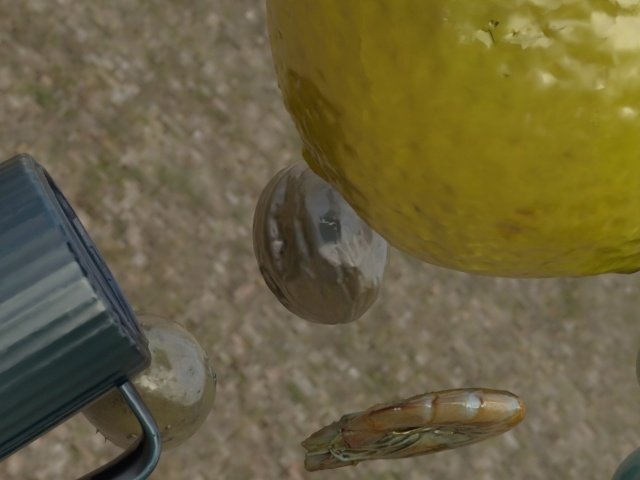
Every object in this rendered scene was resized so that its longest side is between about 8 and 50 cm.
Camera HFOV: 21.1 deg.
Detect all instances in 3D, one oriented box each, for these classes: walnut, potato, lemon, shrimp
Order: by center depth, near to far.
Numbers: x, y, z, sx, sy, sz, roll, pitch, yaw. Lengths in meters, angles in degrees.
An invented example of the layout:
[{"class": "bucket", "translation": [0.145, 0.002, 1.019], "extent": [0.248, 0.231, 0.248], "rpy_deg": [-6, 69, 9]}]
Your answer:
[{"class": "shrimp", "translation": [0.030, 0.073, 0.684], "extent": [0.059, 0.108, 0.023], "rpy_deg": [19, 60, -56]}, {"class": "lemon", "translation": [0.131, -0.143, 1.090], "extent": [0.387, 0.350, 0.350], "rpy_deg": [79, -10, -48]}, {"class": "walnut", "translation": [0.001, 0.000, 1.662], "extent": [0.140, 0.140, 0.162], "rpy_deg": [15, 74, -54]}, {"class": "potato", "translation": [-0.196, 0.158, 1.893], "extent": [0.165, 0.165, 0.262], "rpy_deg": [45, -9, -4]}]

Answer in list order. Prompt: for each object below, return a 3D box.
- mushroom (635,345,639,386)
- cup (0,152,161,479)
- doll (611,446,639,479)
[{"class": "mushroom", "translation": [0.287, 0.099, 1.344], "extent": [0.067, 0.083, 0.083], "rpy_deg": [19, 33, -44]}, {"class": "cup", "translation": [-0.309, 0.110, 1.509], "extent": [0.308, 0.292, 0.242], "rpy_deg": [57, -4, 16]}, {"class": "doll", "translation": [0.324, 0.252, 1.350], "extent": [0.177, 0.161, 0.260], "rpy_deg": [60, 0, -12]}]
